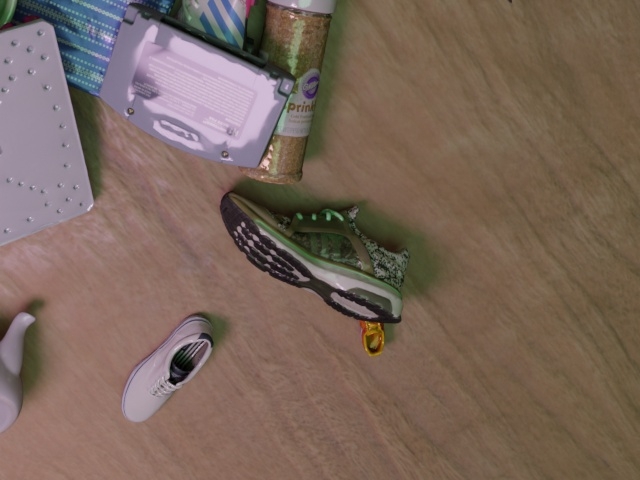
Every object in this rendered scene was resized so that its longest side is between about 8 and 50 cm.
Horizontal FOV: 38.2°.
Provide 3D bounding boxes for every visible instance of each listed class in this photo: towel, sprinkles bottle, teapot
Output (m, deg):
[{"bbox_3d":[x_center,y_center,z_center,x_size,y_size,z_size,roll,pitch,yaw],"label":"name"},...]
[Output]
[{"bbox_3d":[-0.367,-0.411,1.539,0.243,0.040,0.336,21,106,-19],"label":"towel"},{"bbox_3d":[-0.059,-0.282,1.615,0.121,0.121,0.355,6,110,-15],"label":"sprinkles bottle"},{"bbox_3d":[-0.666,0.246,1.661,0.256,0.187,0.252,6,138,-33],"label":"teapot"}]

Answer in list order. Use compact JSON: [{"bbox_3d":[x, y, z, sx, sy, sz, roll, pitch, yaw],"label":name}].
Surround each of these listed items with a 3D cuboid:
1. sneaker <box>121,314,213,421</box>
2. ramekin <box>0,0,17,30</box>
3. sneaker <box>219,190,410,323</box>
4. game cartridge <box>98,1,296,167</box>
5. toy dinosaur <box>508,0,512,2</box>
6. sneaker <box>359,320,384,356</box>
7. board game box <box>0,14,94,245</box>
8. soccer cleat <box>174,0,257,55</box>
[{"bbox_3d":[-0.301,0.258,1.791,0.094,0.091,0.258,32,101,-22],"label":"sneaker"},{"bbox_3d":[-0.615,-0.419,1.418,0.303,0.148,0.303,-4,112,-11],"label":"ramekin"},{"bbox_3d":[0.000,0.000,1.759,0.410,0.158,0.182,32,65,-14],"label":"sneaker"},{"bbox_3d":[-0.211,-0.247,1.544,0.297,0.062,0.198,25,123,-4],"label":"game cartridge"},{"bbox_3d":[0.220,-0.530,1.600,0.160,0.121,0.313,-34,120,15],"label":"toy dinosaur"},{"bbox_3d":[0.105,0.150,1.855,0.064,0.067,0.175,-14,112,-5],"label":"sneaker"},{"bbox_3d":[-0.580,-0.136,1.461,0.390,0.050,0.390,-23,139,-22],"label":"board game box"},{"bbox_3d":[-0.174,-0.408,1.542,0.143,0.116,0.331,3,109,-9],"label":"soccer cleat"}]
